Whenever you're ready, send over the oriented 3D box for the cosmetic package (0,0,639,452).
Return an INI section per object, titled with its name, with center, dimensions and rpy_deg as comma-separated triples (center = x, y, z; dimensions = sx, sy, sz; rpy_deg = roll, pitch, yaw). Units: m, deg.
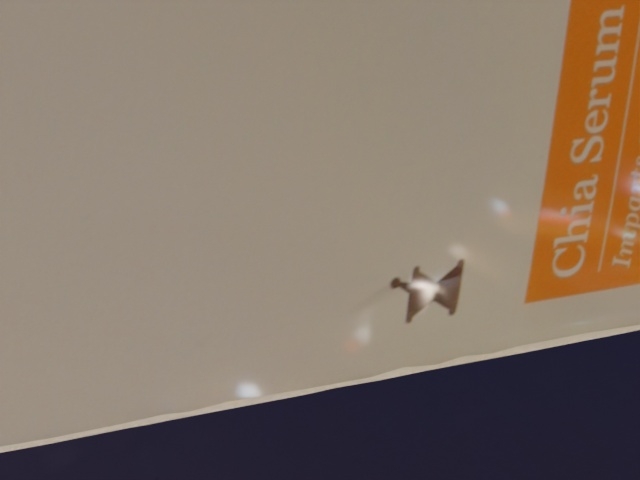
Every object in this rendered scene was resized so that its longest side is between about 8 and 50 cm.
[cosmetic package]
center = -0.039, -0.082, 0.422
dimensions = 0.453, 0.161, 0.230
rpy_deg = -8, -65, -27
